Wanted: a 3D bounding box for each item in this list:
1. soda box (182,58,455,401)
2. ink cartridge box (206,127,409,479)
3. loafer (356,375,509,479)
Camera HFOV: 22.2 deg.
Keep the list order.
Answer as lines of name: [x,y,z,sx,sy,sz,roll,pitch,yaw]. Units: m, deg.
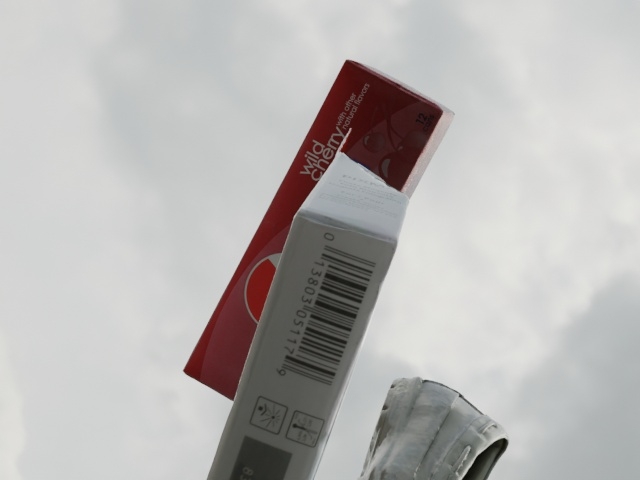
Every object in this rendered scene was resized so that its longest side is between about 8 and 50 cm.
soda box: [0.000,0.000,1.215,0.083,0.092,0.263,29,-83,8]
ink cartridge box: [-0.001,0.050,0.884,0.066,0.232,0.189,21,-74,7]
loafer: [0.073,0.202,1.150,0.111,0.319,0.112,17,-60,5]
